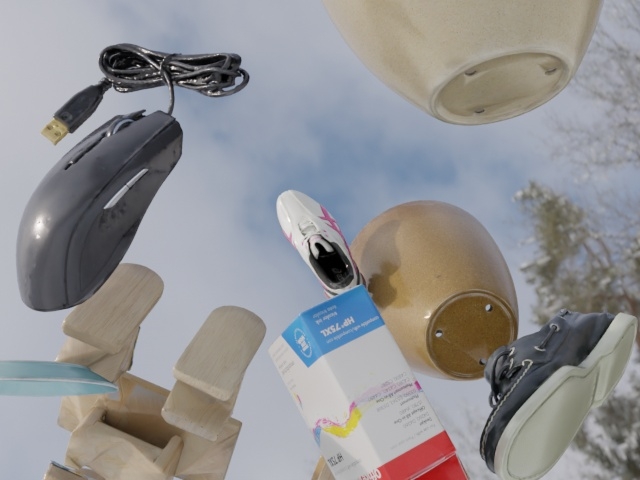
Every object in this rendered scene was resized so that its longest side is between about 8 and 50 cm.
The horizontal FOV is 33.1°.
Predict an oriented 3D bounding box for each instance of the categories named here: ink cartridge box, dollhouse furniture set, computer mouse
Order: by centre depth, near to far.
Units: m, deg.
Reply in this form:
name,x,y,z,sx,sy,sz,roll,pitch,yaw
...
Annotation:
name,x,y,z,sx,sy,sz,roll,pitch,yaw
computer mouse,-0.191,-0.072,0.871,0.262,0.184,0.060,-57,-44,-19
ink cartridge box,0.047,0.175,1.055,0.078,0.231,0.134,-24,-13,-24
dollhouse furniture set,-0.119,0.237,1.318,0.394,0.256,0.362,22,-58,6

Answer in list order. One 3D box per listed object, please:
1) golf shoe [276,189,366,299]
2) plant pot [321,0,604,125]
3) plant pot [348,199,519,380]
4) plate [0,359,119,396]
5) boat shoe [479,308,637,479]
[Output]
name,x,y,z,sx,sy,sz,roll,pitch,yaw
golf shoe,0.000,0.000,1.409,0.067,0.186,0.086,-33,-22,-5
plant pot,0.141,-0.217,0.974,0.284,0.191,0.284,-11,-21,-4
plant pot,0.162,0.088,1.418,0.237,0.254,0.237,-2,-76,-8
plate,-0.296,0.138,1.079,0.188,0.024,0.188,0,-12,0
boat shoe,0.241,0.154,1.195,0.340,0.113,0.127,-34,-46,-46
